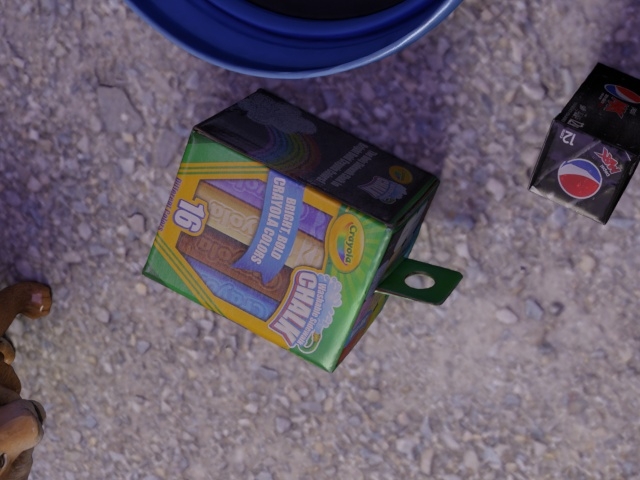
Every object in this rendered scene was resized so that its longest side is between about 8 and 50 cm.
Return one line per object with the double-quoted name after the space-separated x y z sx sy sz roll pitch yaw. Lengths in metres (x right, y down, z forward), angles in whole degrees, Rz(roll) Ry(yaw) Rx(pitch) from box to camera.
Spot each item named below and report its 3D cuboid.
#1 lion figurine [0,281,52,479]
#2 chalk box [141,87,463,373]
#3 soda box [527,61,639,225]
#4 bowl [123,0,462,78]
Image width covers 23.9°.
-0.357 0.041 1.222 0.392 0.240 0.142 46 117 1 "lion figurine"
0.000 0.000 1.137 0.213 0.132 0.132 28 115 10 "chalk box"
0.190 -0.069 1.021 0.060 0.169 0.053 25 116 10 "soda box"
-0.024 -0.309 1.033 0.391 0.077 0.391 11 112 28 "bowl"
